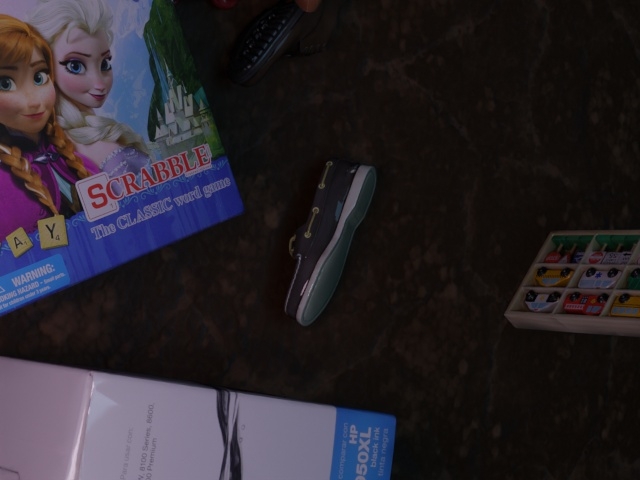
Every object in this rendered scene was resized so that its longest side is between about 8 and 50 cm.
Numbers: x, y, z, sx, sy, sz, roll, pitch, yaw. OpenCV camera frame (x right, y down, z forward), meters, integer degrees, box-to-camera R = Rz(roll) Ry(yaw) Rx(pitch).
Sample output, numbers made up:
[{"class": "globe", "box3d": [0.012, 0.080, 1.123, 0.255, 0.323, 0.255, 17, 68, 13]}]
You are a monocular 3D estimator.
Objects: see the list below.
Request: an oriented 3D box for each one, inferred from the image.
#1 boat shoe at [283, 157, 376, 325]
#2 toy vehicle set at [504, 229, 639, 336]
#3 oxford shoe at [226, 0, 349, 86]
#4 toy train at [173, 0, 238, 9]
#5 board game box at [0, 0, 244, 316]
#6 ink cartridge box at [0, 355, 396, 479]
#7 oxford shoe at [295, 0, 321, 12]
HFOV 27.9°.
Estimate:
[{"class": "boat shoe", "box3d": [0.000, 0.000, 1.656, 0.227, 0.069, 0.081, -66, 160, -15]}, {"class": "toy vehicle set", "box3d": [0.409, 0.058, 1.857, 0.035, 0.267, 0.166, 47, 61, -29]}, {"class": "oxford shoe", "box3d": [-0.030, -0.260, 1.618, 0.227, 0.083, 0.096, -50, 124, -26]}, {"class": "toy train", "box3d": [-0.173, -0.351, 1.495, 0.248, 0.105, 0.143, -8, 85, -39]}, {"class": "board game box", "box3d": [-0.251, -0.121, 1.181, 0.319, 0.066, 0.318, -26, 101, -39]}, {"class": "ink cartridge box", "box3d": [-0.160, 0.233, 1.385, 0.395, 0.285, 0.166, 14, 80, -39]}, {"class": "oxford shoe", "box3d": [-0.035, -0.359, 1.581, 0.076, 0.212, 0.076, -5, 137, -8]}]
